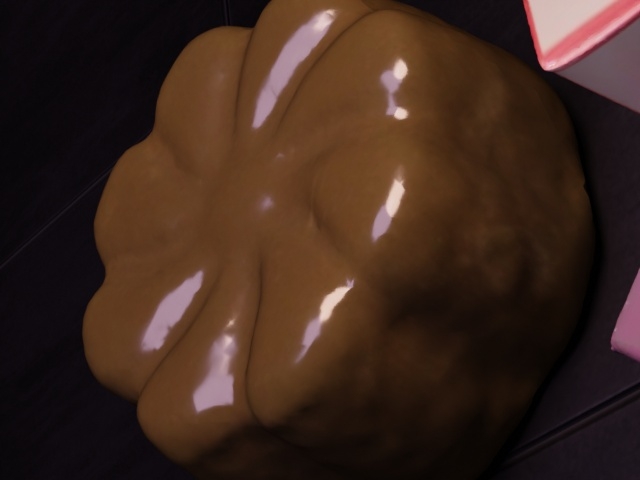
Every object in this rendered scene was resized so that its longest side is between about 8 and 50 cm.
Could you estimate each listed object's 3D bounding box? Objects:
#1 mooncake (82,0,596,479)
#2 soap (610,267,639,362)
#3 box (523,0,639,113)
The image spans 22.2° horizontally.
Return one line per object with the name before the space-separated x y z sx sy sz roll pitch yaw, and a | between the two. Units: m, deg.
mooncake | 0.000 0.000 1.147 0.378 0.201 0.378 -25 56 44
soap | 0.263 0.046 0.895 0.203 0.065 0.122 29 97 54
box | 0.281 -0.227 0.791 0.300 0.312 0.314 -35 49 36
